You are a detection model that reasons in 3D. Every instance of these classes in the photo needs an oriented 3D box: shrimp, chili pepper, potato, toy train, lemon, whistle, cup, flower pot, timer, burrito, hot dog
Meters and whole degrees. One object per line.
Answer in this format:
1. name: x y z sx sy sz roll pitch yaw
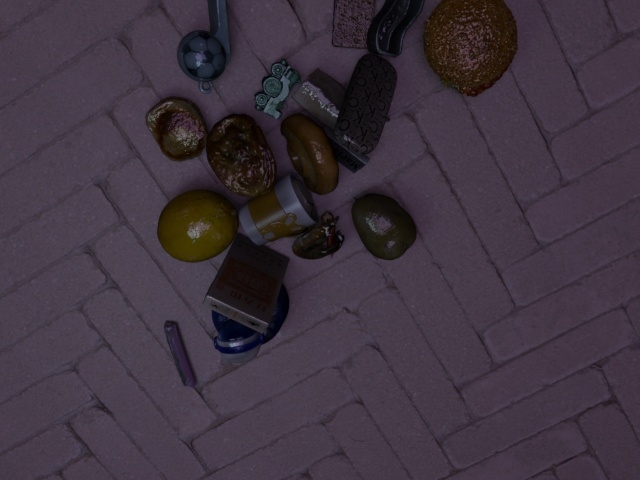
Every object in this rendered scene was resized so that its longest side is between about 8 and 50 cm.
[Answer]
1. shrimp: 0.012 0.008 1.854 0.145 0.059 0.254 29 136 -32
2. chili pepper: 0.032 -0.023 1.914 0.045 0.027 0.178 -7 107 7
3. potato: 0.199 -0.054 1.843 0.174 0.159 0.251 -44 94 -13
4. toy train: -0.136 -0.476 1.763 0.104 0.071 0.178 28 105 -16
5. lemon: -0.394 -0.047 1.800 0.263 0.236 0.236 -30 104 -4
6. whistle: -0.356 -0.589 1.686 0.163 0.163 0.290 -2 105 0
7. cup: -0.123 -0.079 1.837 0.226 0.185 0.241 -27 136 12
8. flower pot: 0.222 -0.662 1.679 0.103 0.108 0.229 22 102 -18
9. timer: -0.242 0.265 1.811 0.270 0.383 0.271 0 106 -1
10. burrito: 0.066 -0.411 1.756 0.299 0.105 0.143 34 74 -10
11. hot dog: -0.244 -0.263 1.742 0.196 0.122 0.272 -29 74 11

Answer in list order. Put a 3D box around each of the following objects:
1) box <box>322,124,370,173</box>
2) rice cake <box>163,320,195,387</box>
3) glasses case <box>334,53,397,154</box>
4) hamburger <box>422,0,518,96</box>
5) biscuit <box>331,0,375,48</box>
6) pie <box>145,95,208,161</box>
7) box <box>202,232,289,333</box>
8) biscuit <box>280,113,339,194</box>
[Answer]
1. box: 0.065 -0.290 1.795 0.177 0.115 0.036 36 75 -11
2. rice cake: -0.507 0.416 2.023 0.048 0.055 0.270 -14 104 -1
3. glasses case: 0.138 -0.412 1.681 0.137 0.085 0.355 26 62 -16
4. hamburger: 0.446 -0.594 1.674 0.276 0.179 0.294 -41 103 11
5. biscuit: 0.103 -0.709 1.718 0.130 0.025 0.231 4 106 -4
6. pie: -0.453 -0.352 1.787 0.178 0.084 0.205 -25 108 6
7. box: -0.225 0.125 1.782 0.204 0.365 0.051 27 121 -8
8. biscuit: -0.033 -0.270 1.764 0.091 0.213 0.274 -27 98 -18
